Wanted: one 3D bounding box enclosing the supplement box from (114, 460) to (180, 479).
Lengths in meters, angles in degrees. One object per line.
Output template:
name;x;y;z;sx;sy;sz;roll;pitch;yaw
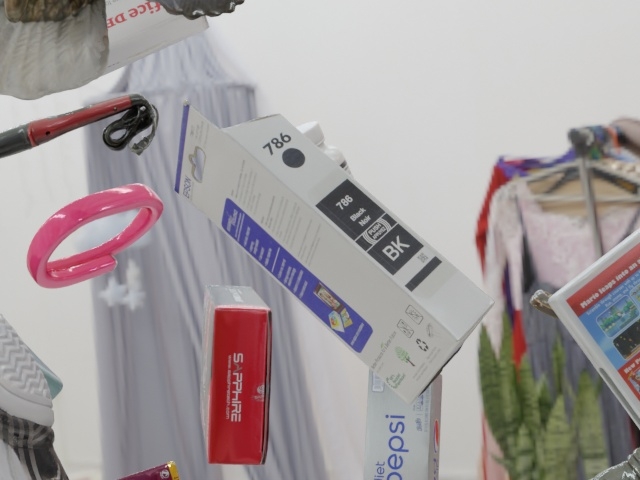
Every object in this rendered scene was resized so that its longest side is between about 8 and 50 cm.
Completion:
supplement box;-0.234;0.316;1.053;0.188;0.104;0.080;-10;-16;-43

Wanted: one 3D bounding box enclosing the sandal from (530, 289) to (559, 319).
sandal;0.367;0.097;1.221;0.219;0.060;0.090;24;0;32

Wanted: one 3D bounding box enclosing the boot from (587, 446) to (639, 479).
boot;0.544;0.444;1.565;0.161;0.247;0.083;-36;-13;11

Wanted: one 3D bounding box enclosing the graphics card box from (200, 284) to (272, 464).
graphics card box;-0.142;0.201;1.598;0.094;0.233;0.371;2;3;-8

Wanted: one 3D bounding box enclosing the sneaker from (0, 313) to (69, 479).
sneaker;-0.247;0.230;0.672;0.210;0.366;0.137;-33;10;-41

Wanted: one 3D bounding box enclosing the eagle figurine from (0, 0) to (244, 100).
eagle figurine;-0.102;-0.237;0.573;0.225;0.226;0.298;-4;32;25

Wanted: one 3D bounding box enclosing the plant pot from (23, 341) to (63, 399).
plant pot;-0.651;0.221;1.707;0.247;0.252;0.247;35;74;34

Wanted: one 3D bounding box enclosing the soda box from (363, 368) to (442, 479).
soda box;0.111;0.317;1.351;0.091;0.287;0.098;0;-13;16

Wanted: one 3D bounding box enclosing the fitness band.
fitness band;-0.407;-0.008;1.800;0.290;0.054;0.209;-23;-24;-51

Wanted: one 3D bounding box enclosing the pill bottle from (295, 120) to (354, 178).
pill bottle;0.000;-0.064;1.286;0.094;0.169;0.094;-24;15;7

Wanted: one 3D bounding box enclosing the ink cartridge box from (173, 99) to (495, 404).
ink cartridge box;0.000;0.000;0.945;0.065;0.332;0.165;-43;-12;-28

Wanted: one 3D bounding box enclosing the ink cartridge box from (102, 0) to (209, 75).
ink cartridge box;-0.300;-0.392;1.383;0.198;0.270;0.197;-25;5;-3

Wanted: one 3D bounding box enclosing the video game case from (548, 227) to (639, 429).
video game case;0.366;0.111;0.898;0.204;0.285;0.025;-35;-3;-14

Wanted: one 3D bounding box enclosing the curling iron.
curling iron;-0.307;-0.107;1.097;0.273;0.068;0.035;-15;-2;-19
